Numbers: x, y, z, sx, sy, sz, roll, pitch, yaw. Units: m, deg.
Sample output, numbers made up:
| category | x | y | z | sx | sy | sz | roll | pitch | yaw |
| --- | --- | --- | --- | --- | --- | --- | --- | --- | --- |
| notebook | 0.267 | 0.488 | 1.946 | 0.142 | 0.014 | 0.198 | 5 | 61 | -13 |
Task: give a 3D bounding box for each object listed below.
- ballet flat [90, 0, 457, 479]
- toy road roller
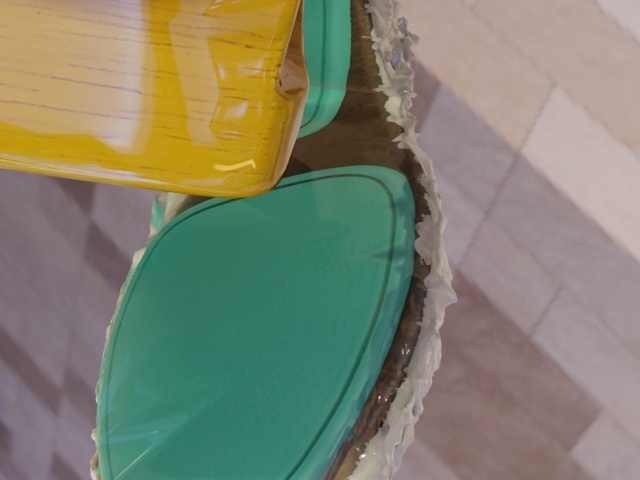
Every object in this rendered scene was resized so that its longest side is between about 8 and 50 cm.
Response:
| category | x | y | z | sx | sy | sz | roll | pitch | yaw |
| --- | --- | --- | --- | --- | --- | --- | --- | --- | --- |
| ballet flat | 0.000 | 0.000 | 0.695 | 0.147 | 0.409 | 0.147 | 3 | 136 | 3 |
| toy road roller | -0.062 | -0.164 | 0.460 | 0.329 | 0.203 | 0.240 | -102 | 25 | -56 |
